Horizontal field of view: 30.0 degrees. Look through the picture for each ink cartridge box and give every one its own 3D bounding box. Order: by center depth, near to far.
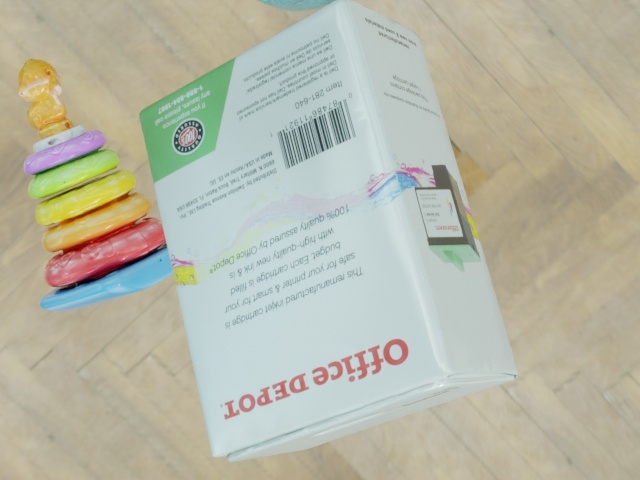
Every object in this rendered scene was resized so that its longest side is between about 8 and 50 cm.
[{"bbox_3d":[0.000,0.000,0.873,0.201,0.117,0.278,-24,71,30],"label":"ink cartridge box"}]

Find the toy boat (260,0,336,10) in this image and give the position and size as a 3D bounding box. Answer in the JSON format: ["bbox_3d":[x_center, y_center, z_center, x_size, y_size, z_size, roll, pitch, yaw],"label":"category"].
[{"bbox_3d":[-0.100,-0.405,1.482,0.148,0.267,0.318,-49,118,-18],"label":"toy boat"}]

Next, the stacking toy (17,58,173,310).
[{"bbox_3d":[-0.297,-0.076,1.450,0.166,0.175,0.302,-15,102,40],"label":"stacking toy"}]
